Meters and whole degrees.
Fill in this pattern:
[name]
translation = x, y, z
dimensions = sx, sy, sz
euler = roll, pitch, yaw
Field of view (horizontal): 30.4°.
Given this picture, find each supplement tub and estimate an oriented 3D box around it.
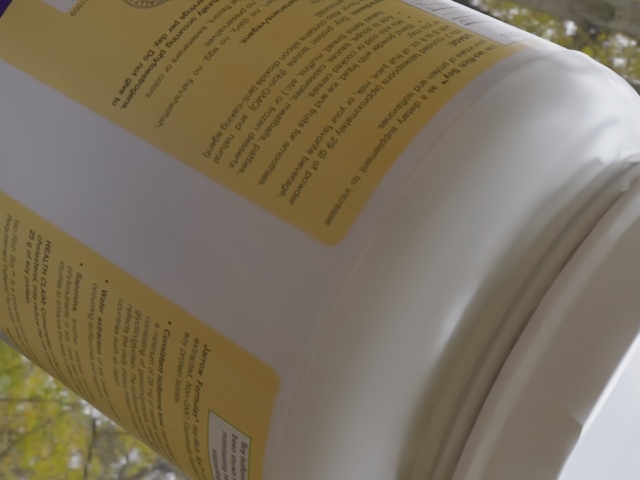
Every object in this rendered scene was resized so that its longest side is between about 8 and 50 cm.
[supplement tub]
translation = 0.000, 0.000, 0.527
dimensions = 0.331, 0.241, 0.241
euler = 30, -65, 27
